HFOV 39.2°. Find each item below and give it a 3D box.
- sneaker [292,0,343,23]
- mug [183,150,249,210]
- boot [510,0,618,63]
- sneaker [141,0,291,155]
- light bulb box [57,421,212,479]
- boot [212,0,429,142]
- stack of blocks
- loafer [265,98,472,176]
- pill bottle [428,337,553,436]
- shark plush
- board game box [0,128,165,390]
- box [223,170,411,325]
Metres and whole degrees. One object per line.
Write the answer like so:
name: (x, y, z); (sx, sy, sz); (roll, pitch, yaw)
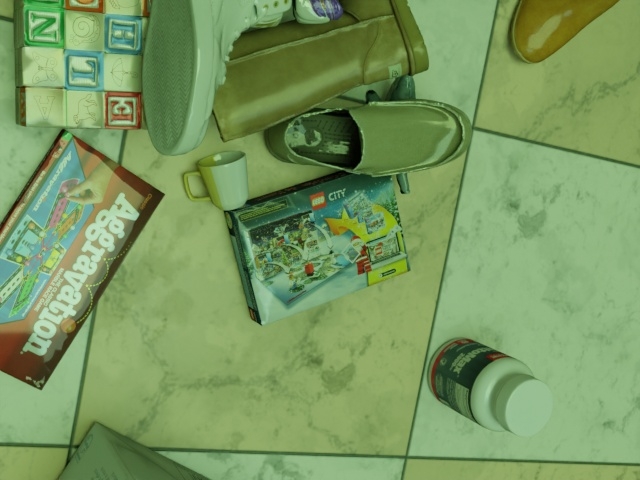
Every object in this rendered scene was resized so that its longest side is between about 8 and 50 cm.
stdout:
sneaker: (0.002, -0.332, 1.077); (0.071, 0.068, 0.170); (1, 73, -6)
mug: (-0.125, -0.074, 1.139); (0.062, 0.078, 0.064); (-39, 125, -49)
boot: (0.409, -0.371, 1.249); (0.104, 0.211, 0.295); (41, 81, -24)
sneaker: (-0.103, -0.235, 1.005); (0.169, 0.108, 0.293); (2, 94, -46)
light bulb box: (-0.205, 0.482, 1.093); (0.358, 0.225, 0.361); (36, 84, -27)
boot: (-0.027, -0.265, 1.116); (0.269, 0.089, 0.236); (-18, 64, -3)
stack of blocks: (-0.254, -0.276, 1.018); (0.171, 0.087, 0.297); (-1, 99, -25)
loafer: (0.063, -0.127, 1.147); (0.268, 0.092, 0.102); (-3, 105, -1)
pill bottle: (0.244, 0.211, 1.286); (0.108, 0.180, 0.108); (-5, 101, -25)
shark plush: (0.103, -0.145, 1.222); (0.073, 0.067, 0.161); (5, 97, -26)
board game box: (-0.320, 0.025, 1.073); (0.145, 0.027, 0.281); (34, 84, -27)
box: (0.000, 0.000, 1.210); (0.233, 0.044, 0.159); (-19, 106, -22)
